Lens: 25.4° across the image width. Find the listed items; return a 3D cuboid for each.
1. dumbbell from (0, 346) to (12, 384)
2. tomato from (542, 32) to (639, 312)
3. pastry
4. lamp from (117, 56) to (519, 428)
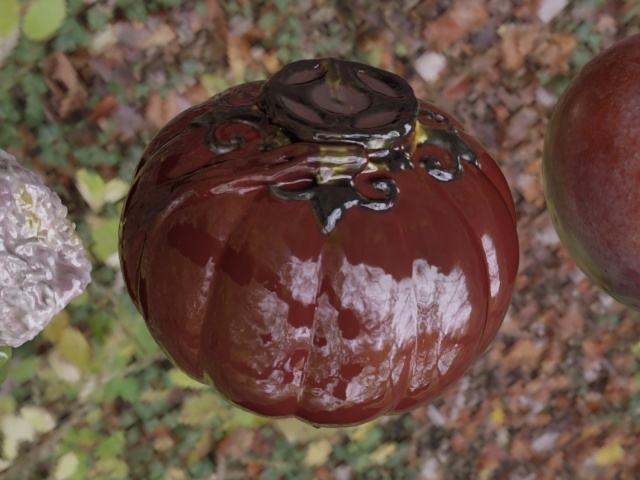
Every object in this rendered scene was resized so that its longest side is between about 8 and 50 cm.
[{"bbox_3d":[-0.347,-0.005,1.278,0.121,0.302,0.108,14,146,-44],"label":"dumbbell"},{"bbox_3d":[0.308,-0.044,1.183,0.227,0.270,0.270,-56,162,-13],"label":"tomato"},{"bbox_3d":[-0.248,-0.025,0.850,0.103,0.265,0.112,-57,135,-16],"label":"pastry"},{"bbox_3d":[0.000,0.000,1.068,0.303,0.303,0.257,-21,135,-36],"label":"lamp"}]
